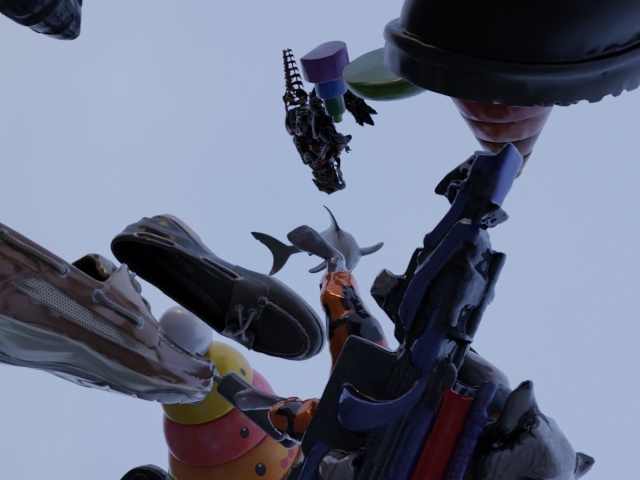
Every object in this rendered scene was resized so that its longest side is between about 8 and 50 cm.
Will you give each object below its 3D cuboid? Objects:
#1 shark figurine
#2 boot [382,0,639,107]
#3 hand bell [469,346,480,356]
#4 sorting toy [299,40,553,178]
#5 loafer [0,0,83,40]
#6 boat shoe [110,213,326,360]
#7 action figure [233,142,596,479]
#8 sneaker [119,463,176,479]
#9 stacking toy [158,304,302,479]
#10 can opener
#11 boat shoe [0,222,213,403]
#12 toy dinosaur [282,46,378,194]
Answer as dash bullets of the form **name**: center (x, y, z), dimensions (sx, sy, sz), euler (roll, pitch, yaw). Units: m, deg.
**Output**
- **shark figurine**: center (-0.001, -0.009, 1.186), dimensions (0.278, 0.166, 0.116), euler (6, -60, 55)
- **boot**: center (0.189, -0.240, 0.369), dimensions (0.131, 0.348, 0.260), euler (47, -29, 50)
- **hand bell**: center (0.082, 0.213, 0.744), dimensions (0.126, 0.126, 0.242), euler (44, -76, 27)
- **sorting toy**: center (0.117, -0.156, 0.751), dimensions (0.366, 0.127, 0.126), euler (23, -40, 43)
- **loafer**: center (-0.250, -0.236, 0.521), dimensions (0.076, 0.078, 0.223), euler (-37, -127, 5)
- **boat shoe**: center (-0.150, 0.074, 0.859), dimensions (0.335, 0.096, 0.112), euler (32, -59, 22)
- **action figure**: center (0.076, 0.093, 0.519), dimensions (0.330, 0.179, 0.341), euler (30, -89, 52)
- **sneaker**: center (-0.239, 0.366, 0.707), dimensions (0.084, 0.234, 0.097), euler (29, -34, 19)
- **stacking toy**: center (-0.248, 0.348, 1.391), dimensions (0.351, 0.350, 0.479), euler (9, -49, 37)
- **can opener**: center (-0.156, 0.280, 1.072), dimensions (0.284, 0.076, 0.095), euler (25, -110, 39)
- **boat shoe**: center (-0.201, 0.070, 0.562), dimensions (0.123, 0.324, 0.116), euler (2, -112, 30)
- **toy dinosaur**: center (-0.018, -0.259, 1.394), dimensions (0.322, 0.164, 0.218), euler (49, -26, -19)
